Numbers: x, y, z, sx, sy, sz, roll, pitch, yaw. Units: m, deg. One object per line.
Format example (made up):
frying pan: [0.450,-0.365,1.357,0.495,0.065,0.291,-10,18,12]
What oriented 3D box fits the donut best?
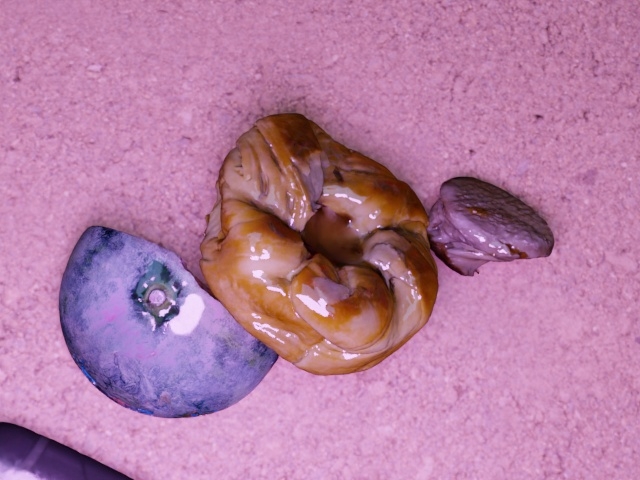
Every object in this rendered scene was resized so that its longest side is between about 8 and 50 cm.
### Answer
donut: [0.000,0.000,1.338,0.360,0.170,0.360,22,46,-25]

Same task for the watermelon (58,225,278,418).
watermelon: [-0.222,0.125,1.319,0.322,0.175,0.188,28,70,2]

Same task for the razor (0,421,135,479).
razor: [-0.314,0.384,1.257,0.349,0.113,0.204,27,72,-2]

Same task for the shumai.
shumai: [0.237,-0.003,1.461,0.201,0.120,0.201,19,27,-10]
